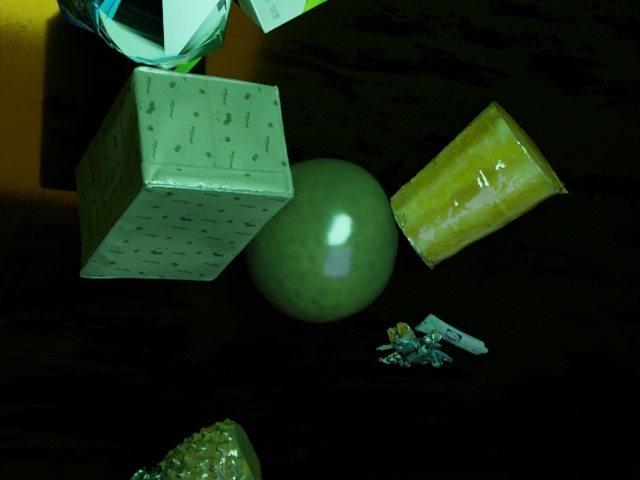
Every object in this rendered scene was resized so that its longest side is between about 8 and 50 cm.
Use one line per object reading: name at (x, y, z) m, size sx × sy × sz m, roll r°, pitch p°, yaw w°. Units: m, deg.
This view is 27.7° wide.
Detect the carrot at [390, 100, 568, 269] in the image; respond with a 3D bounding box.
carrot at (0.252, -0.083, 2.165) m, size 0.254 × 0.196 × 0.196 m, roll -37°, pitch 128°, yaw 12°

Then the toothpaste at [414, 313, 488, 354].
toothpaste at (0.247, 0.177, 2.397) m, size 0.170 × 0.028 × 0.045 m, roll 26°, pitch 124°, yaw -33°

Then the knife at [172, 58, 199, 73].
knife at (-0.200, -0.261, 1.933) m, size 0.166 × 0.022 × 0.078 m, roll -48°, pitch 131°, yaw 8°

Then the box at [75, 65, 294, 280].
box at (-0.202, -0.085, 1.854) m, size 0.225 × 0.190 × 0.297 m, roll 4°, pitch 154°, yaw -27°

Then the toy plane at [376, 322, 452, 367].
toy plane at (0.187, 0.206, 2.366) m, size 0.135 × 0.062 × 0.188 m, roll -29°, pitch 136°, yaw 30°

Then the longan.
longan at (0.000, 0.000, 2.046) m, size 0.258 × 0.258 × 0.258 m, roll -12°, pitch 123°, yaw -18°

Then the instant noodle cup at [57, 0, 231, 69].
instant noodle cup at (-0.238, -0.352, 1.763) m, size 0.240 × 0.178 × 0.240 m, roll -12°, pitch 124°, yaw -18°

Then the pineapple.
pineapple at (-0.271, 0.443, 2.254) m, size 0.340 × 0.169 × 0.169 m, roll -26°, pitch 127°, yaw 1°

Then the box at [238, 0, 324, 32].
box at (-0.058, -0.456, 1.827) m, size 0.194 × 0.111 × 0.260 m, roll -30°, pitch 125°, yaw -6°
